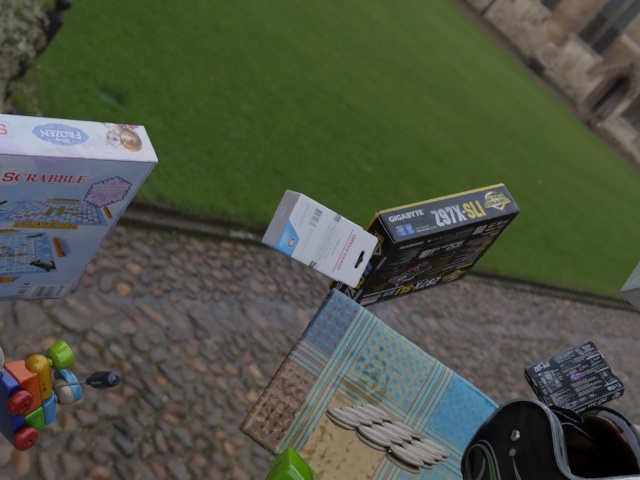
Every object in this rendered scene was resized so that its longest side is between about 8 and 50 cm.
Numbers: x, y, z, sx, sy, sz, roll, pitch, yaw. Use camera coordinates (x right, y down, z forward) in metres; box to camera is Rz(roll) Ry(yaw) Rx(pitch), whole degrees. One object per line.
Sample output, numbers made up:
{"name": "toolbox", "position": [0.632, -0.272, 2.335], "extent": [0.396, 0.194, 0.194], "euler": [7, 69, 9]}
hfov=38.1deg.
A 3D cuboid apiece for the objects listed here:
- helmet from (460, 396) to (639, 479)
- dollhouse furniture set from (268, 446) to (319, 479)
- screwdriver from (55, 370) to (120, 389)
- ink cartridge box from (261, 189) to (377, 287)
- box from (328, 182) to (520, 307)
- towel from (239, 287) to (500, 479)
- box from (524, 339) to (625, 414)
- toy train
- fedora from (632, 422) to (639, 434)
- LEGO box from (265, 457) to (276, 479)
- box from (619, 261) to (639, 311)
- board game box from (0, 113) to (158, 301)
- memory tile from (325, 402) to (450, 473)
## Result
{"name": "helmet", "position": [0.204, 0.213, 0.733], "extent": [0.169, 0.169, 0.162], "euler": [24, 25, -43]}
{"name": "dollhouse furniture set", "position": [-0.098, 0.400, 1.018], "extent": [0.151, 0.301, 0.197], "euler": [50, 1, -5]}
{"name": "screwdriver", "position": [-0.311, 0.183, 1.207], "extent": [0.025, 0.169, 0.024], "euler": [52, 52, -25]}
{"name": "ink cartridge box", "position": [0.000, 0.000, 1.604], "extent": [0.180, 0.104, 0.060], "euler": [29, -6, -30]}
{"name": "box", "position": [0.204, 0.015, 1.826], "extent": [0.321, 0.257, 0.079], "euler": [-14, 64, -31]}
{"name": "towel", "position": [0.096, 0.285, 1.424], "extent": [0.370, 0.271, 0.040], "euler": [36, -15, -5]}
{"name": "box", "position": [0.270, 0.150, 0.990], "extent": [0.018, 0.083, 0.067], "euler": [78, -13, -50]}
{"name": "toy train", "position": [-0.448, 0.200, 1.444], "extent": [0.105, 0.248, 0.143], "euler": [34, 46, 28]}
{"name": "fedora", "position": [0.598, 0.426, 1.685], "extent": [0.194, 0.079, 0.194], "euler": [31, 29, -19]}
{"name": "LEGO box", "position": [-0.037, 0.723, 2.054], "extent": [0.193, 0.500, 0.372], "euler": [22, -6, 27]}
{"name": "box", "position": [0.563, 0.077, 1.395], "extent": [0.130, 0.091, 0.170], "euler": [42, -18, -6]}
{"name": "board game box", "position": [-0.415, -0.030, 1.165], "extent": [0.318, 0.318, 0.066], "euler": [0, 54, -42]}
{"name": "memory tile", "position": [0.071, 0.200, 0.945], "extent": [0.113, 0.012, 0.148], "euler": [28, 2, 22]}
